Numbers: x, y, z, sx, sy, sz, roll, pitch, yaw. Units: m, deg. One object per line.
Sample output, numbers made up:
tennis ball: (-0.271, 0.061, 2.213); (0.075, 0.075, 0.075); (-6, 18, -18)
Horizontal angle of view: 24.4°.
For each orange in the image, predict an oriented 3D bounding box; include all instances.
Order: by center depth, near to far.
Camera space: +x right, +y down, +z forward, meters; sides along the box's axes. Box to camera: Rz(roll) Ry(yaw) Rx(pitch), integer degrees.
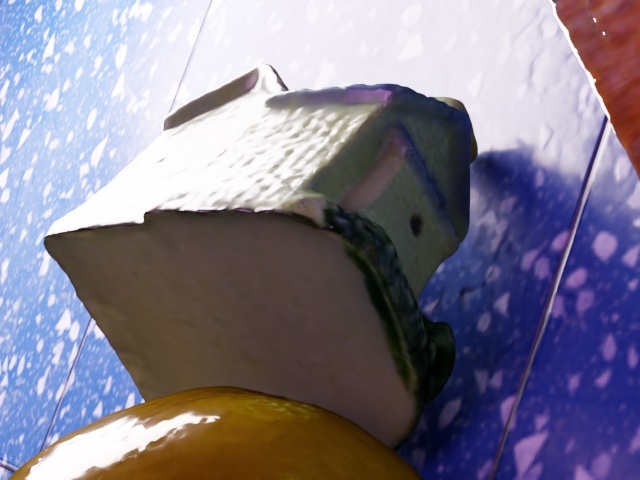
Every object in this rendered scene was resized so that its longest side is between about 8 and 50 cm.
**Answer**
orange: (-0.058, 0.201, 0.693); (0.279, 0.235, 0.279); (-44, 35, 41)

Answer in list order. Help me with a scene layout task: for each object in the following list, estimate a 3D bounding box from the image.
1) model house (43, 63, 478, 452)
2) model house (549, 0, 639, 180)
model house: (0.000, 0.000, 0.840); (0.214, 0.195, 0.189); (-7, 38, 37)
model house: (0.257, -0.043, 0.504); (0.301, 0.190, 0.271); (-33, 38, 17)
